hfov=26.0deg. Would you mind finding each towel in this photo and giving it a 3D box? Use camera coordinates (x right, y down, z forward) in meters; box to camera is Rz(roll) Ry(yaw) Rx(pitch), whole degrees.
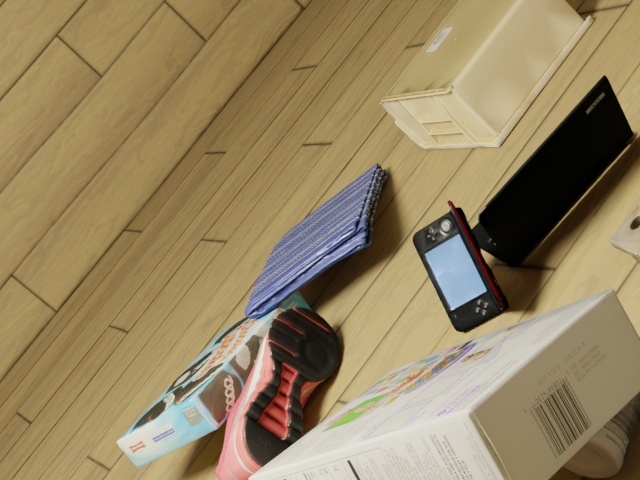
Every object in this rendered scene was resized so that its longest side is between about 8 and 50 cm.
[{"bbox_3d":[0.000,0.000,2.220,0.243,0.040,0.336,-36,11,18],"label":"towel"}]

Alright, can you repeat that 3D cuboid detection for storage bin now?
[{"bbox_3d":[0.252,-0.282,2.204,0.262,0.123,0.260,-53,20,-14],"label":"storage bin"}]

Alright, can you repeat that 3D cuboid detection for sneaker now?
[{"bbox_3d":[-0.075,0.217,1.947,0.136,0.116,0.314,-43,15,41],"label":"sneaker"}]

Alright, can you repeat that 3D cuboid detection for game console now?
[{"bbox_3d":[0.167,0.035,1.720,0.124,0.144,0.085,-33,-14,36],"label":"game console"}]

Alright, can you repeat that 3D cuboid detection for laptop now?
[{"bbox_3d":[0.273,-0.097,1.790,0.234,0.136,0.264,-47,20,-1],"label":"laptop"}]

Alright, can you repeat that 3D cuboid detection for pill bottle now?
[{"bbox_3d":[0.281,0.160,1.376,0.078,0.078,0.137,-21,33,51],"label":"pill bottle"}]

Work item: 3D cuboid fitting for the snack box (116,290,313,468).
[{"bbox_3d":[-0.152,0.204,2.091,0.187,0.060,0.322,-31,10,37],"label":"snack box"}]

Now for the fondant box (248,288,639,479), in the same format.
[{"bbox_3d":[0.119,0.176,1.305,0.238,0.096,0.330,-32,4,-41],"label":"fondant box"}]

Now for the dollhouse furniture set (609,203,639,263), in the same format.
[{"bbox_3d":[0.410,-0.015,1.365,0.184,0.129,0.129,-48,20,0],"label":"dollhouse furniture set"}]
